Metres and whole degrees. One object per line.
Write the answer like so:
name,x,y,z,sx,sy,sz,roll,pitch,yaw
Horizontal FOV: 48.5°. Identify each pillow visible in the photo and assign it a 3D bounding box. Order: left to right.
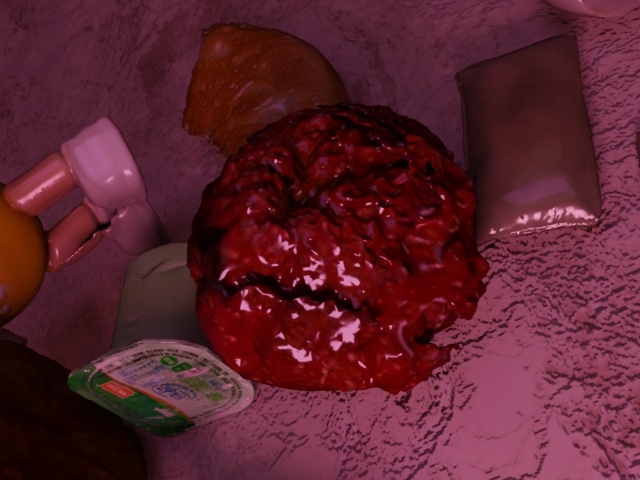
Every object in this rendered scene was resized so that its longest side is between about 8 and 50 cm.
pillow,0.182,-0.095,0.636,0.119,0.053,0.208,-17,57,31

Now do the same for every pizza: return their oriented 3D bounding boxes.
pizza,-0.072,-0.168,0.856,0.182,0.074,0.365,-46,46,0

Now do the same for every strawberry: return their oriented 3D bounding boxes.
strawberry,0.000,0.000,0.595,0.274,0.220,0.274,-19,55,30

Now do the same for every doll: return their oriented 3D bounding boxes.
doll,-0.362,0.020,0.758,0.423,0.348,0.161,-41,54,7

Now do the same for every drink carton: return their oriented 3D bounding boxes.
drink carton,-0.142,0.089,0.703,0.144,0.146,0.142,-23,42,22

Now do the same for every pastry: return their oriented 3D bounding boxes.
pastry,-0.300,0.202,0.625,0.136,0.329,0.330,-51,45,11

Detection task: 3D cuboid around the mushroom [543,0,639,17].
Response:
mushroom,0.240,-0.294,0.707,0.116,0.093,0.225,-28,38,-1

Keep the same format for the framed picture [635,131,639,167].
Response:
framed picture,0.368,-0.029,0.462,0.289,0.016,0.213,-17,53,35
